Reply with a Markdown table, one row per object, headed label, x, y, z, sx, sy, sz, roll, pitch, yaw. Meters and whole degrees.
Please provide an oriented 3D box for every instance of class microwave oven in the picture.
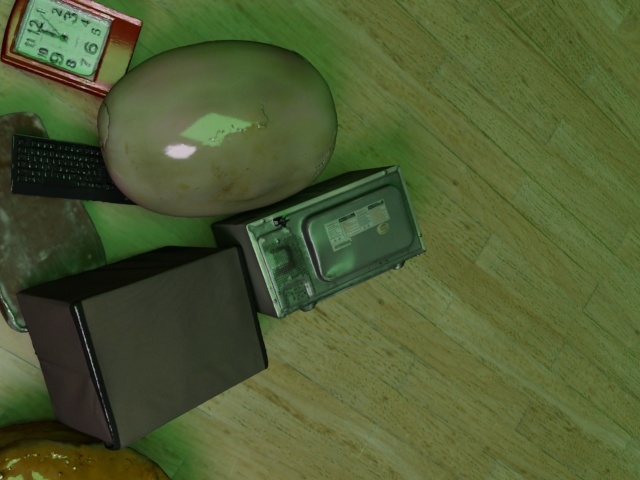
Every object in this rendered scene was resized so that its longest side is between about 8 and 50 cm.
| label | x | y | z | sx | sy | sz | roll | pitch | yaw |
| --- | --- | --- | --- | --- | --- | --- | --- | --- | --- |
| microwave oven | 0.000 | 0.000 | 1.063 | 0.240 | 0.194 | 0.145 | -22 | 104 | -23 |

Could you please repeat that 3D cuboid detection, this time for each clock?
| label | x | y | z | sx | sy | sz | roll | pitch | yaw |
| --- | --- | --- | --- | --- | --- | --- | --- | --- | --- |
| clock | -0.322 | -0.256 | 0.977 | 0.155 | 0.061 | 0.113 | 19 | 86 | -20 |

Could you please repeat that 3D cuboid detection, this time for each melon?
| label | x | y | z | sx | sy | sz | roll | pitch | yaw |
| --- | --- | --- | --- | --- | --- | --- | --- | --- | --- |
| melon | -0.124 | -0.145 | 0.979 | 0.316 | 0.223 | 0.223 | -12 | 98 | -22 |

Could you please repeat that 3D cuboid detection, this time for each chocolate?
| label | x | y | z | sx | sy | sz | roll | pitch | yaw |
| --- | --- | --- | --- | --- | --- | --- | --- | --- | --- |
| chocolate | -0.382 | -0.021 | 0.947 | 0.157 | 0.080 | 0.254 | -39 | 116 | -42 |

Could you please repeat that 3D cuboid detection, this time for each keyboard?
| label | x | y | z | sx | sy | sz | roll | pitch | yaw |
| --- | --- | --- | --- | --- | --- | --- | --- | --- | --- |
| keyboard | -0.302 | -0.088 | 0.969 | 0.196 | 0.015 | 0.074 | 5 | 82 | -51 |

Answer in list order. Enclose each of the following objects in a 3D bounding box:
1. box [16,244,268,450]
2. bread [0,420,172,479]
| label | x | y | z | sx | sy | sz | roll | pitch | yaw |
| --- | --- | --- | --- | --- | --- | --- | --- | --- | --- |
| box | -0.217 | 0.117 | 0.951 | 0.252 | 0.153 | 0.188 | -24 | 107 | -46 |
| bread | -0.352 | 0.405 | 0.926 | 0.398 | 0.215 | 0.398 | -2 | 94 | -22 |
